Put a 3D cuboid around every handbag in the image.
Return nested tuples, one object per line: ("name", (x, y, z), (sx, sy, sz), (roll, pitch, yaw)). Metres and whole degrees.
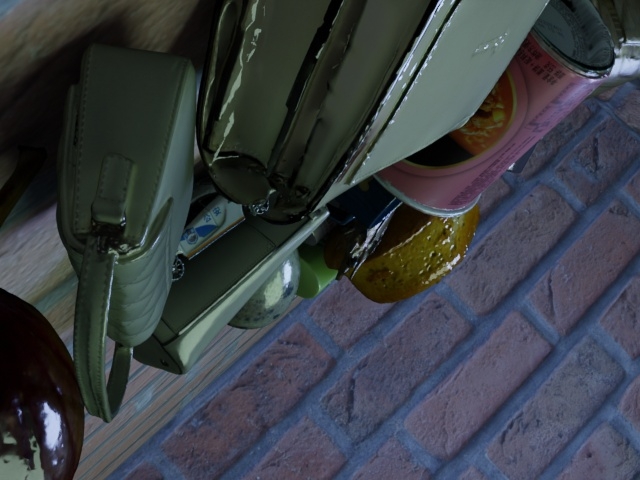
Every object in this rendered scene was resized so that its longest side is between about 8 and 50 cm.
("handbag", (0.060, -0.170, 0.732), (0.358, 0.160, 0.237), (-33, 152, -58))
("handbag", (-0.138, 0.008, 0.597), (0.256, 0.079, 0.219), (114, -16, -69))
("handbag", (-0.101, 0.016, 1.002), (0.315, 0.109, 0.241), (-41, -161, -24))

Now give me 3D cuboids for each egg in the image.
("egg", (-0.097, 0.040, 1.218), (0.141, 0.141, 0.182), (-36, 151, -51))

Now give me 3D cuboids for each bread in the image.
("bread", (0.126, -0.017, 1.348), (0.268, 0.146, 0.268), (-34, -164, 11))

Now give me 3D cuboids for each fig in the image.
("fig", (-0.240, 0.088, 0.545), (0.203, 0.186, 0.250), (-3, 131, -37))

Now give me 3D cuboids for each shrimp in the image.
("shrimp", (0.048, -0.069, 1.213), (0.052, 0.143, 0.251), (161, -53, -77))

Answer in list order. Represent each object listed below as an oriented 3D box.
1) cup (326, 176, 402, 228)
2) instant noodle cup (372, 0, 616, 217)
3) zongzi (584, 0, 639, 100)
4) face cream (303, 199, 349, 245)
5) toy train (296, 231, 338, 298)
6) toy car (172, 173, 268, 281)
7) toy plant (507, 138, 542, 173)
("cup", (0.038, -0.093, 1.127), (0.131, 0.155, 0.176), (-35, 167, -50))
("instant noodle cup", (0.185, -0.185, 0.994), (0.244, 0.244, 0.255), (-37, 178, -46))
("zongzi", (0.213, -0.282, 1.331), (0.466, 0.218, 0.500), (-1, 168, -30))
("face cream", (0.034, -0.096, 1.334), (0.214, 0.096, 0.096), (-42, 173, -17))
("toy train", (0.000, 0.000, 1.455), (0.105, 0.157, 0.253), (-46, 176, 39))
("toy car", (-0.138, -0.016, 0.897), (0.205, 0.056, 0.095), (-38, -153, -26))
("toy plant", (0.397, -0.336, 1.640), (0.279, 0.185, 0.400), (-49, 163, -74))
